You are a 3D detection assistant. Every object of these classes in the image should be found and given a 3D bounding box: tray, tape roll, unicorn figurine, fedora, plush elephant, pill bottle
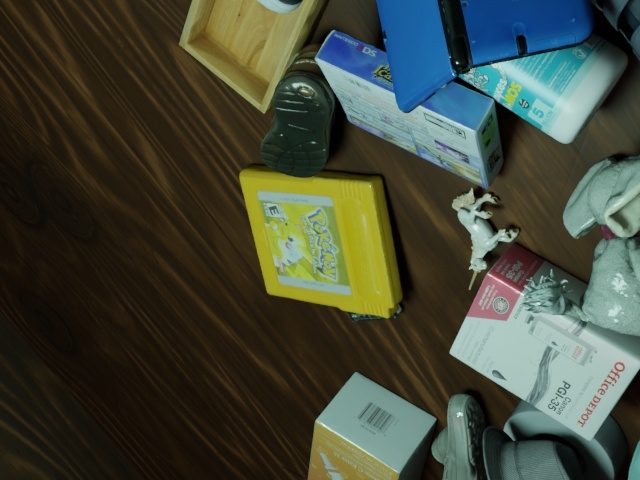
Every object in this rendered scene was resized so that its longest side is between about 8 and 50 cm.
[{"bbox_3d":[-0.091,-0.415,1.554,0.203,0.076,0.411,40,141,7],"label":"tray"},{"bbox_3d":[0.458,0.381,1.788,0.219,0.072,0.219,24,137,24],"label":"tape roll"},{"bbox_3d":[0.276,-0.011,1.613,0.111,0.060,0.162,-23,91,51],"label":"unicorn figurine"},{"bbox_3d":[0.404,0.442,1.693,0.124,0.243,0.275,-24,110,20],"label":"fedora"},{"bbox_3d":[0.458,-0.003,1.323,0.330,0.272,0.255,10,98,-6],"label":"plush elephant"},{"bbox_3d":[0.273,-0.260,1.306,0.264,0.146,0.146,36,142,12],"label":"pill bottle"}]

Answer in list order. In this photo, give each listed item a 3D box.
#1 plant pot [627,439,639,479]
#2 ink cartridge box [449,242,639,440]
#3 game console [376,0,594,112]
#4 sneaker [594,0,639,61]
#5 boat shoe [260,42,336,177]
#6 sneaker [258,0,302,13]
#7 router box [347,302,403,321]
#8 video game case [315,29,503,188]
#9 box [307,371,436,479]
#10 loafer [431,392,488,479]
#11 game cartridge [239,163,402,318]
[{"bbox_3d":[0.666,0.379,1.417,0.334,0.341,0.341,21,137,40],"label":"plant pot"},{"bbox_3d":[0.390,0.169,1.597,0.283,0.117,0.207,31,130,17],"label":"ink cartridge box"},{"bbox_3d":[0.194,-0.345,1.238,0.250,0.173,0.293,-11,81,6],"label":"game console"},{"bbox_3d":[0.412,-0.274,1.144,0.321,0.127,0.126,33,180,22],"label":"sneaker"},{"bbox_3d":[-0.024,-0.218,1.641,0.123,0.120,0.324,18,155,-3],"label":"boat shoe"},{"bbox_3d":[-0.096,-0.467,1.375,0.268,0.101,0.153,45,142,-10],"label":"sneaker"},{"bbox_3d":[0.094,0.113,1.899,0.122,0.038,0.092,-10,118,46],"label":"router box"},{"bbox_3d":[0.144,-0.197,1.456,0.270,0.061,0.244,29,172,20],"label":"video game case"},{"bbox_3d":[0.106,0.498,2.139,0.215,0.168,0.345,28,140,20],"label":"box"},{"bbox_3d":[0.281,0.432,1.965,0.111,0.112,0.319,11,132,25],"label":"loafer"},{"bbox_3d":[0.000,0.000,1.836,0.324,0.053,0.285,9,121,40],"label":"game cartridge"}]
